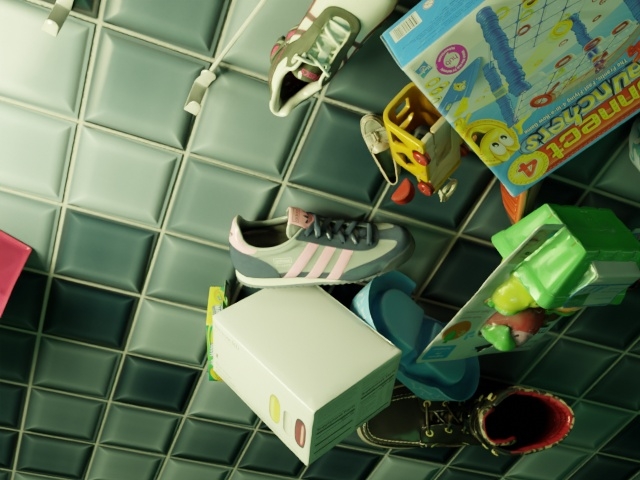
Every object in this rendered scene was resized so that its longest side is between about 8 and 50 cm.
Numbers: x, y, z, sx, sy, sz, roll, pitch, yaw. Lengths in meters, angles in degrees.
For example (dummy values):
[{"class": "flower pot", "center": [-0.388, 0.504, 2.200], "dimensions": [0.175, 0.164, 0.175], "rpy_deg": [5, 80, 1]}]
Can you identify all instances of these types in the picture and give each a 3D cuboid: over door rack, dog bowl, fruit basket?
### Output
[{"class": "over door rack", "center": [-0.187, -0.345, 0.854], "dimensions": [0.240, 0.108, 0.324], "rpy_deg": [27, 137, -22]}, {"class": "dog bowl", "center": [0.173, 0.187, 1.240], "dimensions": [0.297, 0.166, 0.074], "rpy_deg": [41, 135, -16]}, {"class": "fruit basket", "center": [0.376, 0.104, 1.148], "dimensions": [0.327, 0.165, 0.353], "rpy_deg": [2, 129, -36]}]

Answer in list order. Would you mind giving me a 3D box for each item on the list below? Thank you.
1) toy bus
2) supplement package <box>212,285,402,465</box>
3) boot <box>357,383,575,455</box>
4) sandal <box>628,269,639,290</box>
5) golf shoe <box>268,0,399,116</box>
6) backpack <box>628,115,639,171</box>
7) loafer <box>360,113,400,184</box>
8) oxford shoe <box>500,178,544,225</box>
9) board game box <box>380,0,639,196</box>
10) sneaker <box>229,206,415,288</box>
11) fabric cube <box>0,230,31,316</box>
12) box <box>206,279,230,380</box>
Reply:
[{"class": "toy bus", "center": [0.157, -0.152, 1.015], "dimensions": [0.104, 0.191, 0.202], "rpy_deg": [39, 126, 23]}, {"class": "supplement package", "center": [-0.031, 0.209, 1.153], "dimensions": [0.204, 0.262, 0.145], "rpy_deg": [-27, 138, -35]}, {"class": "boot", "center": [0.280, 0.354, 1.320], "dimensions": [0.378, 0.138, 0.284], "rpy_deg": [2, 168, -10]}, {"class": "sandal", "center": [0.564, 0.063, 1.253], "dimensions": [0.179, 0.040, 0.067], "rpy_deg": [20, 125, -18]}, {"class": "golf shoe", "center": [0.017, -0.263, 0.860], "dimensions": [0.105, 0.120, 0.273], "rpy_deg": [26, 145, -18]}, {"class": "backpack", "center": [0.652, -0.145, 0.984], "dimensions": [0.356, 0.273, 0.290], "rpy_deg": [14, 134, 1]}, {"class": "loafer", "center": [0.101, -0.144, 1.061], "dimensions": [0.045, 0.039, 0.125], "rpy_deg": [-20, 127, 13]}, {"class": "oxford shoe", "center": [0.349, -0.136, 1.049], "dimensions": [0.099, 0.096, 0.271], "rpy_deg": [-6, 129, -6]}, {"class": "board game box", "center": [0.287, -0.240, 0.824], "dimensions": [0.308, 0.086, 0.302], "rpy_deg": [-37, 133, 19]}, {"class": "sneaker", "center": [0.000, 0.000, 1.125], "dimensions": [0.319, 0.112, 0.131], "rpy_deg": [-9, 132, 2]}, {"class": "fabric cube", "center": [-0.677, 0.103, 1.074], "dimensions": [0.254, 0.259, 0.258], "rpy_deg": [37, 118, -26]}, {"class": "box", "center": [-0.191, 0.169, 1.254], "dimensions": [0.043, 0.105, 0.179], "rpy_deg": [3, 128, -6]}]
